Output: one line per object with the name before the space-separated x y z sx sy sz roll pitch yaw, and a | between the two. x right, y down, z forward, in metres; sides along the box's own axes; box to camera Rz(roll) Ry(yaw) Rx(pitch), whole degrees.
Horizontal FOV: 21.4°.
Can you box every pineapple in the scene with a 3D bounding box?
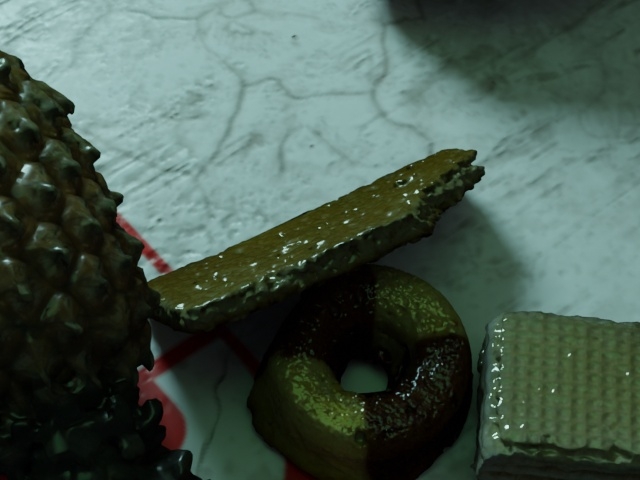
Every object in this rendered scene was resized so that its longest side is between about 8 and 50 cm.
pineapple | -0.167 0.070 0.925 0.202 0.202 0.362 -24 69 -18

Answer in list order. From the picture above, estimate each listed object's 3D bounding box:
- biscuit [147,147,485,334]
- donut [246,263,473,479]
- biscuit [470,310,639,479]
biscuit | 0.008 -0.001 1.025 0.237 0.026 0.131 -24 13 -18
donut | 0.026 0.077 1.000 0.141 0.059 0.140 2 57 -3
biscuit | 0.210 0.101 0.986 0.239 0.061 0.108 6 54 2
